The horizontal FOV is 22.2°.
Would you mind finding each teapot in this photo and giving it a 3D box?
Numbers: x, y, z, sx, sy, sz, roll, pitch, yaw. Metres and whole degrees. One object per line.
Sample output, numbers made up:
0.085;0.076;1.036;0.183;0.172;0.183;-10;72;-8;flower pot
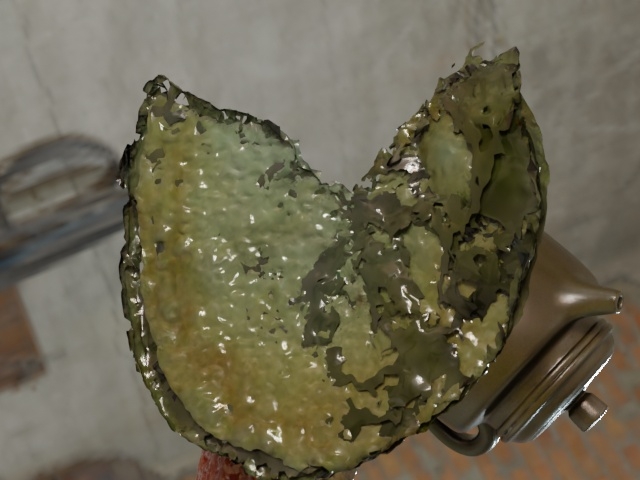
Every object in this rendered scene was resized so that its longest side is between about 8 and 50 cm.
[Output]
0.170;0.105;1.428;0.175;0.185;0.268;44;-45;10;teapot

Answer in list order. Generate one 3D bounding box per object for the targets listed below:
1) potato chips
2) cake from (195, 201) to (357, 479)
0.002;0.000;0.719;0.029;0.220;0.202;12;62;-59;potato chips
-0.021;0.091;0.917;0.117;0.086;0.220;119;-18;-47;cake
